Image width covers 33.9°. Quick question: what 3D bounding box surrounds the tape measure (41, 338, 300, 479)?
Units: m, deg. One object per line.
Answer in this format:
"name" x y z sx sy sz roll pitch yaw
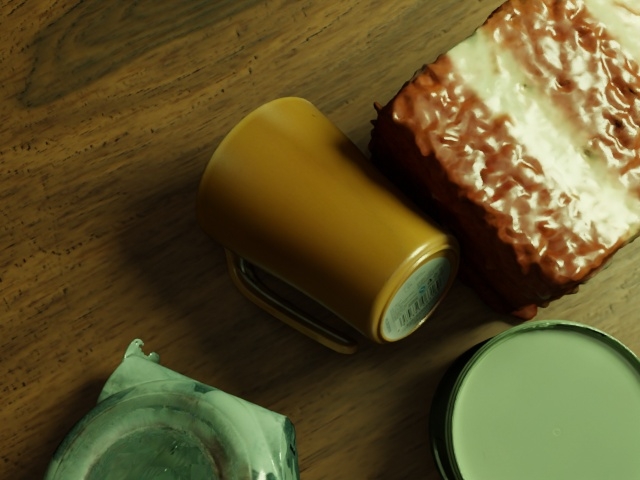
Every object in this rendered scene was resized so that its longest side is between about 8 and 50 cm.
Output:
"tape measure" -0.146 0.266 1.059 0.256 0.147 0.275 19 68 23

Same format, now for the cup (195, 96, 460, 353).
"cup" 0.000 0.000 1.094 0.264 0.182 0.226 39 125 29

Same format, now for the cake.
"cake" 0.249 -0.105 1.096 0.319 0.269 0.270 -39 83 -6

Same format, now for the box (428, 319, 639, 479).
"box" 0.234 0.200 1.103 0.226 0.149 0.226 0 80 -1
